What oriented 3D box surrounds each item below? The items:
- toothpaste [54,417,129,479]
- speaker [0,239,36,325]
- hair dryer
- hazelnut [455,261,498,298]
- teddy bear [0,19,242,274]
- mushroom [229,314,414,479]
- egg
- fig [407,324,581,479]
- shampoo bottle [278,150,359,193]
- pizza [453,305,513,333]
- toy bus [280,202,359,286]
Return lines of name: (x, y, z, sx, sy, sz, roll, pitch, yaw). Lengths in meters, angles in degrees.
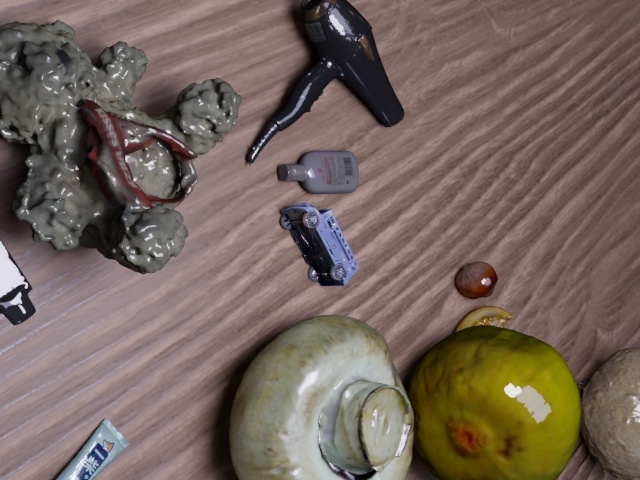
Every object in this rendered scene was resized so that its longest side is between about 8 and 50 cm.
toothpaste: (-0.359, 0.348, 1.161, 0.205, 0.036, 0.056, -48, 116, -35)
speaker: (-0.514, 0.038, 0.968, 0.232, 0.184, 0.254, -41, 114, -33)
hair dryer: (-0.007, -0.243, 1.470, 0.359, 0.120, 0.304, -51, 131, -18)
hazelnut: (0.326, 0.083, 1.698, 0.086, 0.086, 0.086, 4, 84, -38)
teddy bear: (-0.327, -0.158, 1.120, 0.367, 0.224, 0.357, 41, 49, -26)
mushroom: (0.018, 0.297, 1.319, 0.352, 0.260, 0.352, 3, 86, -44)
egg: (0.734, 0.405, 1.880, 0.279, 0.279, 0.310, 6, 98, -38)
fig: (0.336, 0.312, 1.534, 0.343, 0.343, 0.343, 4, 84, -38)
shampoo bottle: (-0.002, -0.123, 1.474, 0.165, 0.040, 0.080, -5, 91, -38)
pizza: (0.350, 0.204, 1.727, 0.178, 0.041, 0.131, 5, 85, -38)
toy bus: (0.000, 0.000, 1.447, 0.076, 0.073, 0.167, -42, 115, -36)
